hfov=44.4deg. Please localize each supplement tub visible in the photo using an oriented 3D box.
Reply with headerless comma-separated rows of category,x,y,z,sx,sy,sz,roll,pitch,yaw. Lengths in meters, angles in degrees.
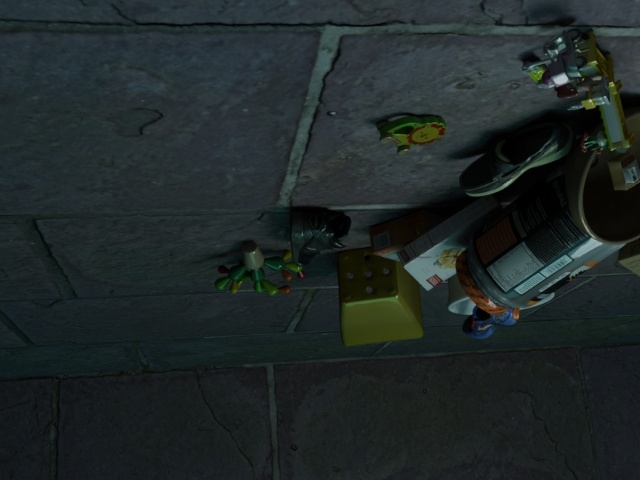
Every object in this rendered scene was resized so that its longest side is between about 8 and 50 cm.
supplement tub,0.429,0.006,1.550,0.193,0.194,0.316,10,141,-40

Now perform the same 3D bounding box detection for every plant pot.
plant pot,0.136,0.123,1.976,0.212,0.212,0.187,-8,149,10
plant pot,0.499,-0.120,1.342,0.237,0.237,0.110,5,-161,-29

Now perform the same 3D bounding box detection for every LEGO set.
LEGO set,0.373,-0.191,1.135,0.107,0.132,0.287,-10,141,34

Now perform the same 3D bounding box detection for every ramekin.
ramekin,0.468,0.102,2.077,0.277,0.135,0.277,-5,163,-2

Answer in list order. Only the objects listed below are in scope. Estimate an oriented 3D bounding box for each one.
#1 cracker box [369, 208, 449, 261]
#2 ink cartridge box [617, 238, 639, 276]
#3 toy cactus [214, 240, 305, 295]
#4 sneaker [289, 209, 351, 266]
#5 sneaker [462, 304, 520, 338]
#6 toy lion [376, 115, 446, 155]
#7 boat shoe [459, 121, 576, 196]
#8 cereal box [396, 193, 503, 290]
cracker box,0.244,0.002,1.812,0.155,0.067,0.232,-21,157,37
ink cartridge box,0.896,0.031,1.941,0.193,0.088,0.234,29,150,-20
toy cactus,-0.151,0.059,1.881,0.218,0.112,0.180,-3,144,4
sneaker,0.000,0.000,1.709,0.130,0.087,0.227,2,157,0
sneaker,0.423,0.192,2.025,0.087,0.083,0.221,15,152,-15
toy lion,0.155,-0.179,1.286,0.096,0.034,0.100,-23,156,28
boat shoe,0.326,-0.148,1.358,0.223,0.080,0.073,-26,148,37
cereal box,0.298,0.007,1.701,0.240,0.047,0.173,-34,148,10
